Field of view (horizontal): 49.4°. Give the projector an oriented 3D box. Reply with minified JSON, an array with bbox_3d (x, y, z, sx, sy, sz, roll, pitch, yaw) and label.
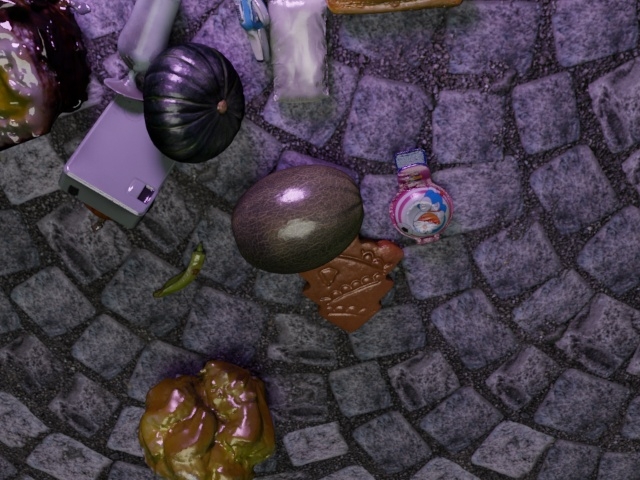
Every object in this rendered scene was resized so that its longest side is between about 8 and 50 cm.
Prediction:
[{"bbox_3d":[-0.420,-0.173,1.513,0.192,0.257,0.099,31,146,-13],"label":"projector"}]

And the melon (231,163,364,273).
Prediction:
[{"bbox_3d":[-0.048,-0.048,1.574,0.301,0.237,0.237,-19,115,9],"label":"melon"}]

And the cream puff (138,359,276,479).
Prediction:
[{"bbox_3d":[-0.277,0.462,1.797,0.378,0.378,0.275,23,114,-11],"label":"cream puff"}]

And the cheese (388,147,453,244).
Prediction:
[{"bbox_3d":[0.233,-0.099,1.644,0.155,0.062,0.244,-11,116,8],"label":"cheese"}]

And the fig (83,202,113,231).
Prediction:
[{"bbox_3d":[-0.476,-0.110,1.610,0.149,0.148,0.202,18,155,19],"label":"fig"}]

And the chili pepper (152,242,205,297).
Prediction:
[{"bbox_3d":[-0.348,0.093,1.759,0.049,0.043,0.208,32,114,-28],"label":"chili pepper"}]

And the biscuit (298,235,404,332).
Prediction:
[{"bbox_3d":[0.073,0.111,1.750,0.284,0.043,0.306,-8,121,-2],"label":"biscuit"}]

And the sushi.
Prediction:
[{"bbox_3d":[-0.627,-0.359,1.395,0.281,0.294,0.299,4,116,2],"label":"sushi"}]

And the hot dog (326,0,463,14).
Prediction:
[{"bbox_3d":[0.154,-0.514,1.435,0.289,0.068,0.083,-4,140,-2],"label":"hot dog"}]

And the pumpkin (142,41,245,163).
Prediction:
[{"bbox_3d":[-0.278,-0.285,1.462,0.216,0.250,0.250,-2,118,23],"label":"pumpkin"}]

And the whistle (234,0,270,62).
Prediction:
[{"bbox_3d":[-0.143,-0.488,1.437,0.077,0.114,0.236,-30,119,-28],"label":"whistle"}]

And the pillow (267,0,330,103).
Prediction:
[{"bbox_3d":[-0.045,-0.409,1.497,0.128,0.051,0.229,-2,115,0],"label":"pillow"}]

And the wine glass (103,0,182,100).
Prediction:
[{"bbox_3d":[-0.373,-0.420,1.467,0.103,0.103,0.231,22,112,-10],"label":"wine glass"}]
